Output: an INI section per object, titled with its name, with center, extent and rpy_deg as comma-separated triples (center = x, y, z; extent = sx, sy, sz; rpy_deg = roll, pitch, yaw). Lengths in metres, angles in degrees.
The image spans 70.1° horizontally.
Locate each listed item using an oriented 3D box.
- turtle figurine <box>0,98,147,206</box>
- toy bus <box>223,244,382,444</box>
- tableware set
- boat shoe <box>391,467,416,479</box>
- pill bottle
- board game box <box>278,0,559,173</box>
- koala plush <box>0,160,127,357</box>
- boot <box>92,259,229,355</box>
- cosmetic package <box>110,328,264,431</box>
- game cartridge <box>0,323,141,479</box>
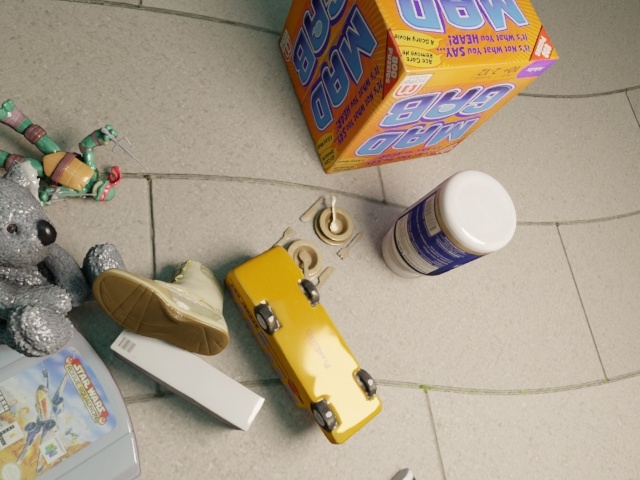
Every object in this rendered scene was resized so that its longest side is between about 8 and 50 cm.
[turtle figurine]
center = -0.427, -0.121, 0.759
extent = 0.234, 0.118, 0.175
rpy_deg = 27, 59, -16
[toy bus]
center = -0.036, 0.176, 0.792
extent = 0.108, 0.130, 0.333
rpy_deg = -29, 83, -28
[tableware set]
center = 0.000, 0.000, 0.922
extent = 0.128, 0.039, 0.194
rpy_deg = 43, 62, -2
[boat shoe]
center = 0.121, 0.462, 0.794
extent = 0.142, 0.049, 0.040
rpy_deg = -34, 86, -30
[pill bottle]
center = 0.233, -0.016, 0.890
extent = 0.153, 0.264, 0.153
rpy_deg = 6, 70, -18
[board game box]
center = 0.169, -0.400, 0.955
extent = 0.356, 0.356, 0.356
rpy_deg = -14, 76, -24
[koala plush]
center = -0.424, 0.014, 0.628
extent = 0.203, 0.221, 0.196
rpy_deg = 3, 32, 16
[boot]
center = -0.242, 0.080, 0.725
extent = 0.213, 0.077, 0.165
rpy_deg = 33, 17, -25
[cosmetic package]
center = -0.212, 0.217, 0.729
extent = 0.239, 0.099, 0.060
rpy_deg = 35, 60, -7
[game cartridge]
center = -0.400, 0.255, 0.665
extent = 0.198, 0.062, 0.297
rpy_deg = -30, 82, -23
